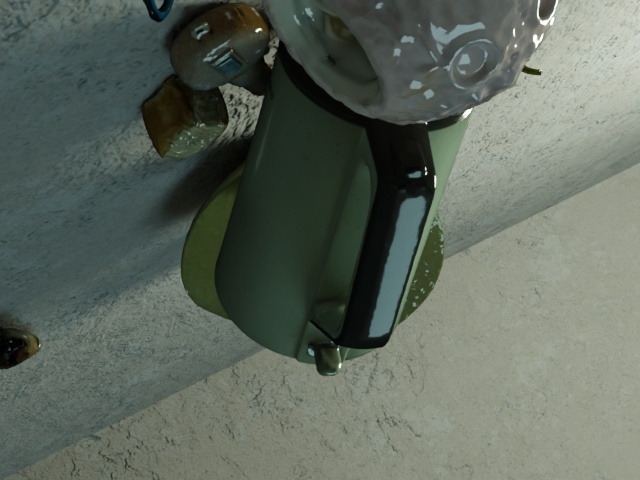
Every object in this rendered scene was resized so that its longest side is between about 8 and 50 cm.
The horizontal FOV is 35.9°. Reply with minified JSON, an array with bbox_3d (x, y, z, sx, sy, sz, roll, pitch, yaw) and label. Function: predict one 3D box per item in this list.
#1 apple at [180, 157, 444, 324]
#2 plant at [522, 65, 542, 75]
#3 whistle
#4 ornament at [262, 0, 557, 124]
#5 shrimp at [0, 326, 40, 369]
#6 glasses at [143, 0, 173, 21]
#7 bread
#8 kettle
[{"bbox_3d":[0.000,0.000,1.470,0.320,0.311,0.360,-24,153,-48],"label":"apple"},{"bbox_3d":[0.273,-0.269,1.426,0.104,0.122,0.116,-36,164,-18],"label":"plant"},{"bbox_3d":[-0.093,-0.194,1.062,0.107,0.057,0.220,-34,170,8],"label":"whistle"},{"bbox_3d":[0.081,-0.231,0.837,0.225,0.259,0.259,-43,172,-15],"label":"ornament"},{"bbox_3d":[-0.559,0.191,1.612,0.178,0.075,0.289,-24,180,-8],"label":"shrimp"},{"bbox_3d":[-0.196,-0.201,0.696,0.207,0.102,0.239,-30,168,8],"label":"glasses"},{"bbox_3d":[-0.150,-0.140,1.122,0.083,0.070,0.077,-34,166,35],"label":"bread"},{"bbox_3d":[0.028,-0.030,1.128,0.250,0.361,0.376,8,134,-10],"label":"kettle"}]
